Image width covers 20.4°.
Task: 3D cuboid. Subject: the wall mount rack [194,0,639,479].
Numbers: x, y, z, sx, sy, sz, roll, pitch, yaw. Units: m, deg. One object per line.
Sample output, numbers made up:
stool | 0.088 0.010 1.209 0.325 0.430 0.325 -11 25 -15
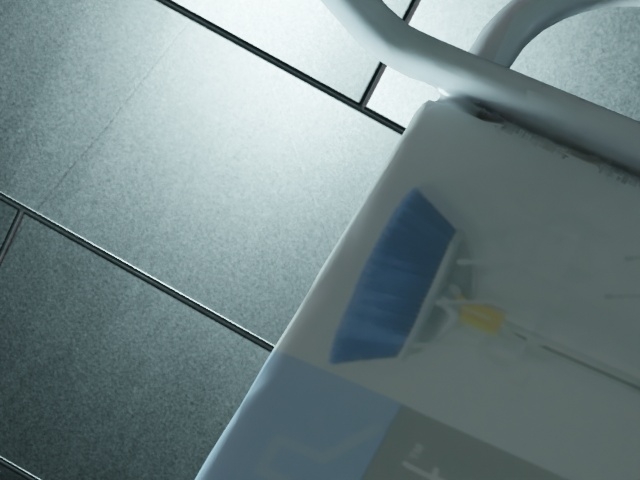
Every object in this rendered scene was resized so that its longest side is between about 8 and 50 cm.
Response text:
wall mount rack | 0.000 0.000 0.386 0.350 0.304 0.130 -58 -14 -34
